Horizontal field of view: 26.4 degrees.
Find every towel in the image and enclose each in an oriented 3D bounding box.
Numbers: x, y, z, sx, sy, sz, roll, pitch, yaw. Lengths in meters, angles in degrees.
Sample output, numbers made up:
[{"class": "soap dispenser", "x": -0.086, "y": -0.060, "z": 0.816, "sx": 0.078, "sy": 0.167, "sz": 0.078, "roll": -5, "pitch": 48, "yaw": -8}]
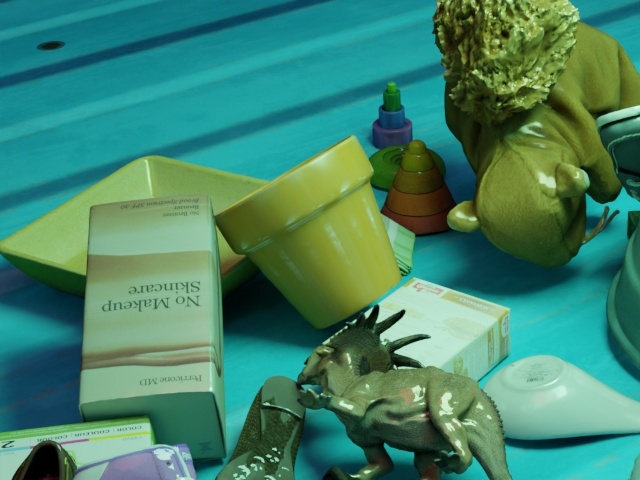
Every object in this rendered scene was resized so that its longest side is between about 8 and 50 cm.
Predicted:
[{"class": "towel", "x": 0.064, "y": -0.022, "z": 1.860, "sx": 0.152, "sy": 0.023, "sz": 0.113, "roll": 30, "pitch": 29, "yaw": -10}]

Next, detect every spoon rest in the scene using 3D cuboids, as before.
[{"class": "spoon rest", "x": 0.307, "y": 0.173, "z": 1.509, "sx": 0.276, "sy": 0.084, "sz": 0.137, "roll": -9, "pitch": 24, "yaw": 21}]

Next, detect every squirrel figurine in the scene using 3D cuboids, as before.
[{"class": "squirrel figurine", "x": 0.254, "y": -0.164, "z": 1.798, "sx": 0.281, "sy": 0.397, "sz": 0.370, "roll": -12, "pitch": 34, "yaw": 25}]

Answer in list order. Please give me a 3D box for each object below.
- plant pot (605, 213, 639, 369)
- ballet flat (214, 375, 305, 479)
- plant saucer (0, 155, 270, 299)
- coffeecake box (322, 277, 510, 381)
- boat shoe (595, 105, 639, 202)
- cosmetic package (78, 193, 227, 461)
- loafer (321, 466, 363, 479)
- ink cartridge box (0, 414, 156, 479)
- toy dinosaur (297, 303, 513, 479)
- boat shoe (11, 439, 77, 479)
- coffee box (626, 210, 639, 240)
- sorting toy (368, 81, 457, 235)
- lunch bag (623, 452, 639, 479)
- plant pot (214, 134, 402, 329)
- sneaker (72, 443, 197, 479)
[{"class": "plant pot", "x": 0.506, "y": -0.037, "z": 1.536, "sx": 0.341, "sy": 0.334, "sz": 0.341, "roll": -3, "pitch": 37, "yaw": 2}, {"class": "ballet flat", "x": -0.066, "y": 0.239, "z": 1.445, "sx": 0.084, "sy": 0.058, "sz": 0.250, "roll": 23, "pitch": 35, "yaw": -4}, {"class": "plant saucer", "x": -0.209, "y": 0.006, "z": 1.867, "sx": 0.333, "sy": 0.081, "sz": 0.333, "roll": 14, "pitch": 34, "yaw": 30}, {"class": "coffeecake box", "x": 0.116, "y": 0.127, "z": 1.607, "sx": 0.142, "sy": 0.068, "sz": 0.185, "roll": 18, "pitch": 35, "yaw": 35}, {"class": "boat shoe", "x": 0.427, "y": -0.096, "z": 1.712, "sx": 0.116, "sy": 0.099, "sz": 0.319, "roll": -12, "pitch": -15, "yaw": 22}, {"class": "cosmetic package", "x": -0.187, "y": 0.098, "z": 1.545, "sx": 0.153, "sy": 0.129, "sz": 0.296, "roll": -6, "pitch": 47, "yaw": -2}, {"class": "loafer", "x": 0.053, "y": 0.299, "z": 1.304, "sx": 0.078, "sy": 0.080, "sz": 0.220, "roll": 18, "pitch": 18, "yaw": -28}, {"class": "ink cartridge box", "x": -0.246, "y": 0.289, "z": 1.320, "sx": 0.189, "sy": 0.097, "sz": 0.255, "roll": -7, "pitch": 28, "yaw": -6}, {"class": "toy dinosaur", "x": 0.098, "y": 0.169, "z": 1.430, "sx": 0.295, "sy": 0.127, "sz": 0.200, "roll": 19, "pitch": 40, "yaw": 16}, {"class": "boat shoe", "x": -0.272, "y": 0.282, "z": 1.238, "sx": 0.073, "sy": 0.073, "sz": 0.207, "roll": 10, "pitch": 63, "yaw": -3}, {"class": "coffee box", "x": 0.478, "y": 0.015, "z": 1.800, "sx": 0.113, "sy": 0.040, "sz": 0.184, "roll": -2, "pitch": 28, "yaw": 1}, {"class": "sorting toy", "x": 0.129, "y": -0.143, "z": 2.056, "sx": 0.127, "sy": 0.126, "sz": 0.365, "roll": -6, "pitch": 29, "yaw": -3}, {"class": "lunch bag", "x": 0.393, "y": 0.243, "z": 1.255, "sx": 0.262, "sy": 0.160, "sz": 0.223, "roll": -28, "pitch": 16, "yaw": 30}, {"class": "plant pot", "x": 0.000, "y": 0.000, "z": 1.697, "sx": 0.205, "sy": 0.188, "sz": 0.205, "roll": -30, "pitch": 4, "yaw": 2}, {"class": "sneaker", "x": -0.095, "y": 0.264, "z": 1.231, "sx": 0.282, "sy": 0.102, "sz": 0.161, "roll": 13, "pitch": 60, "yaw": -8}]
